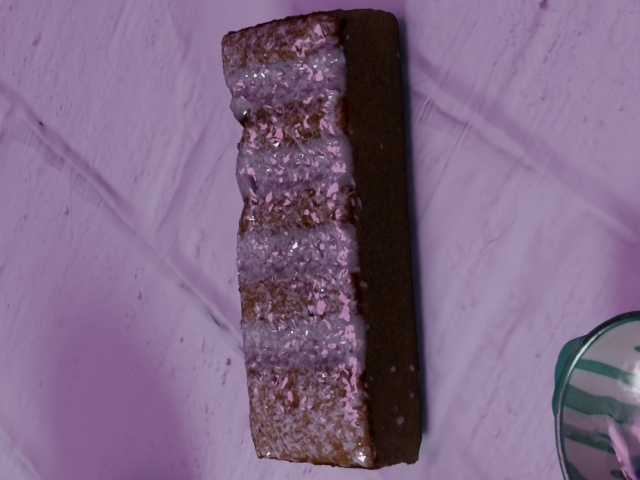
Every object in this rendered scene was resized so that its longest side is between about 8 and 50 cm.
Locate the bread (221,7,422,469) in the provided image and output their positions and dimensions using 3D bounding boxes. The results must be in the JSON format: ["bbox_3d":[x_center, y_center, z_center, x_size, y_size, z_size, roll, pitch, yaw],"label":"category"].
[{"bbox_3d":[0.000,0.000,1.449,0.165,0.113,0.416,-8,84,46],"label":"bread"}]

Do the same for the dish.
[{"bbox_3d":[0.269,0.163,1.194,0.224,0.078,0.246,34,119,46],"label":"dish"}]
